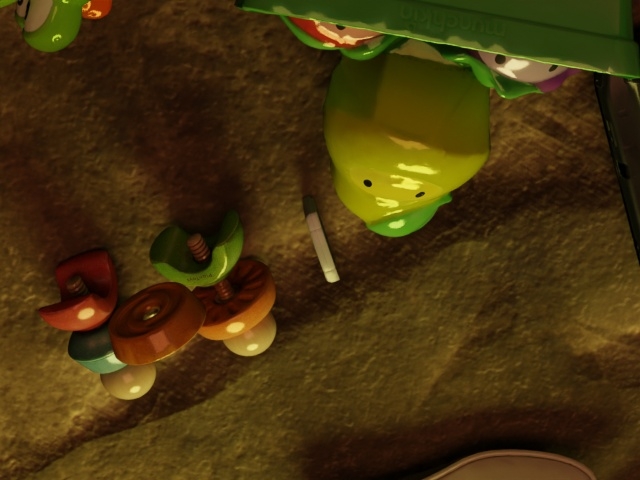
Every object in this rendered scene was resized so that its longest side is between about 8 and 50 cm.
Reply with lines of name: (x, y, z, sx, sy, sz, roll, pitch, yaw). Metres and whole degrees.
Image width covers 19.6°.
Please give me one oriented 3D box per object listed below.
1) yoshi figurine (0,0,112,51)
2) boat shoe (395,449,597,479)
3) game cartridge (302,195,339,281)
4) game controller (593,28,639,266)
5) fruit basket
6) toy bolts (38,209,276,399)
yoshi figurine: (-0.252, -0.344, 1.702, 0.203, 0.203, 0.362, 23, 116, 5)
boat shoe: (0.142, 0.304, 2.077, 0.335, 0.095, 0.112, -12, 79, 0)
game cartridge: (0.000, 0.000, 1.934, 0.017, 0.056, 0.083, -20, 114, -1)
game controller: (0.390, -0.079, 1.916, 0.167, 0.067, 0.319, -22, 115, -7)
fruit basket: (0.096, -0.171, 1.761, 0.392, 0.283, 0.392, -1, 98, -5)
toy bolts: (-0.166, 0.103, 1.913, 0.229, 0.218, 0.158, -13, 123, 24)
